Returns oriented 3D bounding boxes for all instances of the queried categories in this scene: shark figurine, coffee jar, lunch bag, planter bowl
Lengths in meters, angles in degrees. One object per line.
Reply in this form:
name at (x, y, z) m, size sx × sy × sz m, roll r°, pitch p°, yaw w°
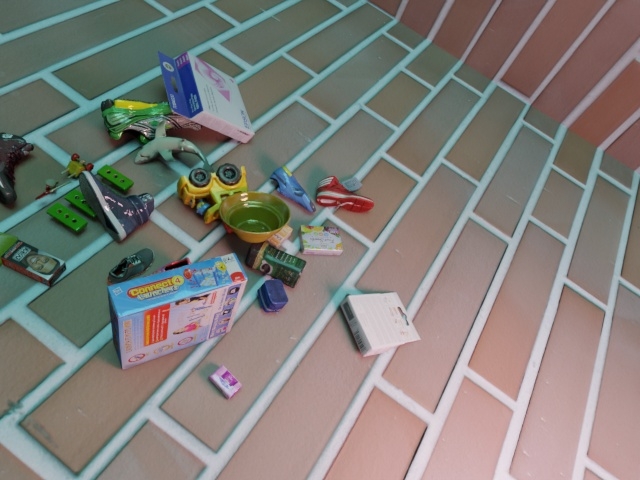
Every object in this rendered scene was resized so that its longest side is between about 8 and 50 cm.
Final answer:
shark figurine at (-0.478, -0.305, 1.646) m, size 0.279 × 0.116 × 0.166 m, roll 14°, pitch 83°, yaw 2°
coffee jar at (-0.143, 0.070, 1.500) m, size 0.185 × 0.096 × 0.079 m, roll 26°, pitch 43°, yaw -2°
lunch bag at (-0.146, 0.174, 1.446) m, size 0.067 × 0.065 × 0.098 m, roll 4°, pitch 52°, yaw -37°
planter bowl at (-0.204, -0.056, 1.472) m, size 0.218 × 0.090 × 0.217 m, roll 7°, pitch 38°, yaw -5°

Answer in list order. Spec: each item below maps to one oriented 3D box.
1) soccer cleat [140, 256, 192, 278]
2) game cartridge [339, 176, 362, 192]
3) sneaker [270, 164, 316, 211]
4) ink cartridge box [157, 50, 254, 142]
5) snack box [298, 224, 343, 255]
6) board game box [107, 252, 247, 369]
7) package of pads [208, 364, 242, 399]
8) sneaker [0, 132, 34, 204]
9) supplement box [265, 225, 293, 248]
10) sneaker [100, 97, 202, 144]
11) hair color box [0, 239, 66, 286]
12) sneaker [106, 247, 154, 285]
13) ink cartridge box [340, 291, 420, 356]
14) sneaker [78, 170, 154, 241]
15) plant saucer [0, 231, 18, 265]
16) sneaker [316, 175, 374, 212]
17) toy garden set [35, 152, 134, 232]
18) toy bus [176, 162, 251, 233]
soccer cleat at (-0.474, 0.120, 1.340) m, size 0.248 × 0.095 × 0.083 m, roll -27°, pitch 69°, yaw -34°
game cartridge at (0.121, -0.215, 1.857) m, size 0.083 × 0.017 × 0.056 m, roll -24°, pitch 63°, yaw -32°
sneaker at (-0.101, -0.172, 1.722) m, size 0.082 × 0.069 × 0.209 m, roll -38°, pitch 83°, yaw -3°
ink cartridge box at (-0.420, -0.545, 1.765) m, size 0.330 × 0.071 × 0.323 m, roll 16°, pitch 45°, yaw -49°
snack box at (0.000, 0.000, 1.642) m, size 0.141 × 0.037 × 0.100 m, roll 2°, pitch 57°, yaw -19°
board game box at (-0.362, 0.182, 1.202) m, size 0.302 × 0.308 × 0.086 m, roll -15°, pitch 62°, yaw -30°
package of pads at (-0.255, 0.379, 1.277) m, size 0.083 × 0.032 × 0.050 m, roll 42°, pitch 54°, yaw 12°
sneaker at (-0.928, -0.238, 1.423) m, size 0.163 × 0.106 × 0.281 m, roll -28°, pitch 69°, yaw -37°
supplement box at (-0.147, -0.017, 1.600) m, size 0.062 × 0.036 × 0.098 m, roll 34°, pitch 52°, yaw 6°
sneaker at (-0.586, -0.408, 1.682) m, size 0.344 × 0.134 × 0.146 m, roll -7°, pitch 95°, yaw -32°
hair color box at (-0.781, 0.062, 1.299) m, size 0.141 × 0.043 × 0.071 m, roll 26°, pitch 50°, yaw -3°
sneaker at (-0.541, 0.069, 1.370) m, size 0.061 × 0.064 × 0.158 m, roll 36°, pitch 52°, yaw 6°
ink cartridge box at (0.192, 0.263, 1.531) m, size 0.233 × 0.066 × 0.188 m, roll 4°, pitch 51°, yaw -44°
sneaker at (-0.602, -0.133, 1.428) m, size 0.163 × 0.086 × 0.226 m, roll -44°, pitch 123°, yaw -37°
plant saucer at (-0.947, 0.026, 1.261) m, size 0.189 × 0.045 × 0.188 m, roll 17°, pitch 52°, yaw -9°
sneaker at (0.093, -0.185, 1.781) m, size 0.222 × 0.087 × 0.127 m, roll 10°, pitch 54°, yaw -15°
toy garden set at (-0.741, -0.150, 1.467) m, size 0.204 × 0.049 × 0.244 m, roll 33°, pitch 52°, yaw 2°
toy bus at (-0.336, -0.123, 1.553) m, size 0.221 × 0.149 × 0.211 m, roll -12°, pitch 77°, yaw -25°
